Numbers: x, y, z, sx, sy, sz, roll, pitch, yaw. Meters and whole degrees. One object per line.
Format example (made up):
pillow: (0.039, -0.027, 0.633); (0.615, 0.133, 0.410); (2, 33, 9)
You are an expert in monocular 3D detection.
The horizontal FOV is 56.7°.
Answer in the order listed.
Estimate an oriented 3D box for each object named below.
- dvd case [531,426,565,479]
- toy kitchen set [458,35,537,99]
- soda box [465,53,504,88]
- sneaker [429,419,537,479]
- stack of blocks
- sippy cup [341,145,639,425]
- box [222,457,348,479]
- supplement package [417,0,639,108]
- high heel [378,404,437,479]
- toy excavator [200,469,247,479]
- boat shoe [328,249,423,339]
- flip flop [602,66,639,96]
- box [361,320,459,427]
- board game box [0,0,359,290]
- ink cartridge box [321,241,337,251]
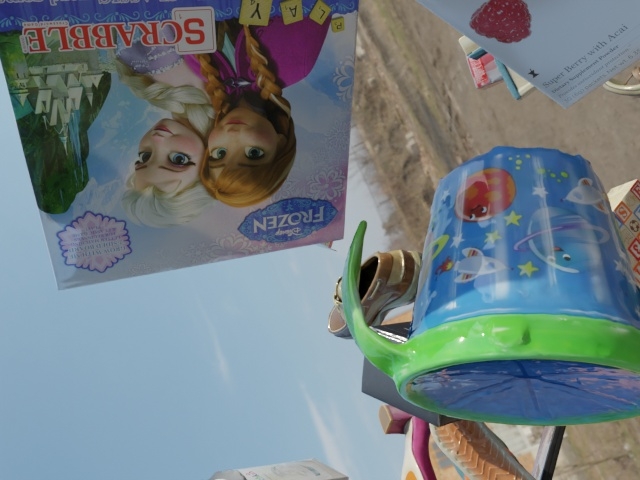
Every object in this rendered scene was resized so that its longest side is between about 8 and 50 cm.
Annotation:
dvd case: (0.479, 0.433, 1.245); (0.180, 0.022, 0.253); (-71, -21, -8)
toy kitchen set: (0.315, -0.314, 1.021); (0.166, 0.122, 0.207); (63, -152, 1)
soda box: (0.445, -0.401, 1.235); (0.092, 0.263, 0.083); (-27, -81, -63)
sneaker: (0.293, 0.392, 0.951); (0.302, 0.108, 0.121); (57, -173, 28)
stack of blocks: (0.724, 0.014, 1.445); (0.171, 0.297, 0.087); (47, 159, -4)
sippy cup: (0.193, 0.041, 0.571); (0.305, 0.240, 0.224); (27, -124, -33)
box: (-0.083, 0.575, 1.136); (0.231, 0.127, 0.262); (10, -95, -39)
supplement package: (0.271, -0.340, 0.737); (0.293, 0.177, 0.175); (28, -124, -17)
high heel: (0.188, 0.378, 1.017); (0.244, 0.117, 0.082); (-117, 37, -56)
toy excavator: (-0.182, 0.384, 0.555); (0.222, 0.445, 0.433); (56, -161, -15)
boat shoe: (0.086, 0.103, 1.207); (0.120, 0.324, 0.122); (14, -126, -22)
flip flop: (0.784, -0.375, 1.395); (0.277, 0.112, 0.080); (-130, 47, -73)
box: (0.188, 0.193, 0.917); (0.207, 0.153, 0.108); (0, -82, -41)
board game box: (-0.123, -0.121, 0.585); (0.066, 0.319, 0.318); (-125, 30, -51)
ink cartridge box: (0.000, 0.000, 1.710); (0.115, 0.063, 0.029); (25, -98, -54)
